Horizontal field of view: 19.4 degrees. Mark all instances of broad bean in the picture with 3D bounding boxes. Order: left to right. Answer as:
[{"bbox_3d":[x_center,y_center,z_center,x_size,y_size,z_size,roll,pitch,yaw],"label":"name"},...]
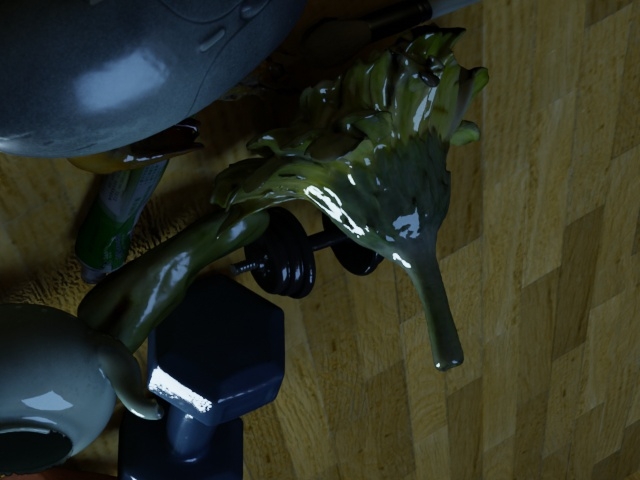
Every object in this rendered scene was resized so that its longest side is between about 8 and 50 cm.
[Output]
[{"bbox_3d":[-0.140,0.025,1.790,0.206,0.072,0.153,-42,-175,-7],"label":"broad bean"}]

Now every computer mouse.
[{"bbox_3d":[-0.094,-0.174,1.411,0.379,0.090,0.167,-34,137,-15],"label":"computer mouse"}]

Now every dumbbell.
[{"bbox_3d":[-0.133,0.178,2.032,0.144,0.160,0.325,8,145,-11],"label":"dumbbell"},{"bbox_3d":[0.000,0.000,1.911,0.208,0.099,0.099,-19,153,-28],"label":"dumbbell"}]

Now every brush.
[{"bbox_3d":[0.104,-0.218,1.708,0.299,0.042,0.039,-25,155,-28],"label":"brush"}]

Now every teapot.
[{"bbox_3d":[-0.284,0.145,1.736,0.294,0.129,0.193,-18,149,15],"label":"teapot"}]

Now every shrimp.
[{"bbox_3d":[-0.116,-0.120,1.547,0.248,0.068,0.150,-10,140,-38],"label":"shrimp"}]

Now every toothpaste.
[{"bbox_3d":[-0.169,-0.046,1.672,0.078,0.047,0.248,-17,150,-38],"label":"toothpaste"}]

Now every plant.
[{"bbox_3d":[0.059,-0.066,1.658,0.306,0.297,0.261,-15,140,-27],"label":"plant"}]

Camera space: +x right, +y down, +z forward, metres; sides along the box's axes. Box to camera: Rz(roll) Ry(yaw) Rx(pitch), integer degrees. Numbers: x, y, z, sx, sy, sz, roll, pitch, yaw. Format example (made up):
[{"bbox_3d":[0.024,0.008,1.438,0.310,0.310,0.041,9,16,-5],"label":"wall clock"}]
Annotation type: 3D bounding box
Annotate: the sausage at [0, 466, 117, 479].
[{"bbox_3d":[-0.279,0.321,2.170,0.113,0.113,0.259,-39,155,13],"label":"sausage"}]
